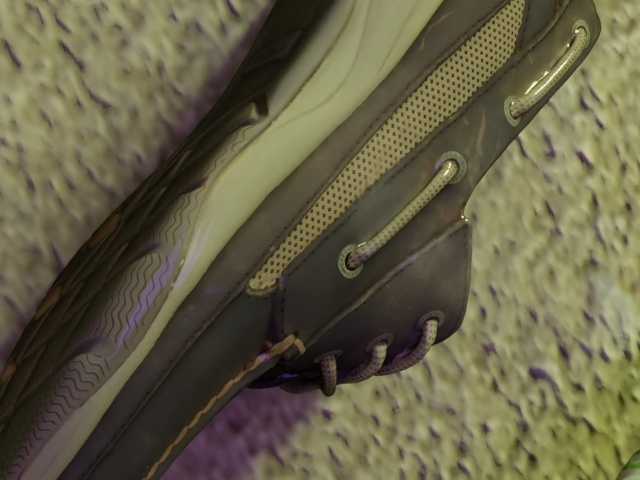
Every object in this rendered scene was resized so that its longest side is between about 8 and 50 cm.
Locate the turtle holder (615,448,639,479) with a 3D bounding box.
[{"bbox_3d":[0.203,0.239,0.529,0.227,0.243,0.320,-15,56,-34],"label":"turtle holder"}]

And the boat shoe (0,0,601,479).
[{"bbox_3d":[0.000,0.000,0.483,0.130,0.132,0.355,39,79,-16],"label":"boat shoe"}]
